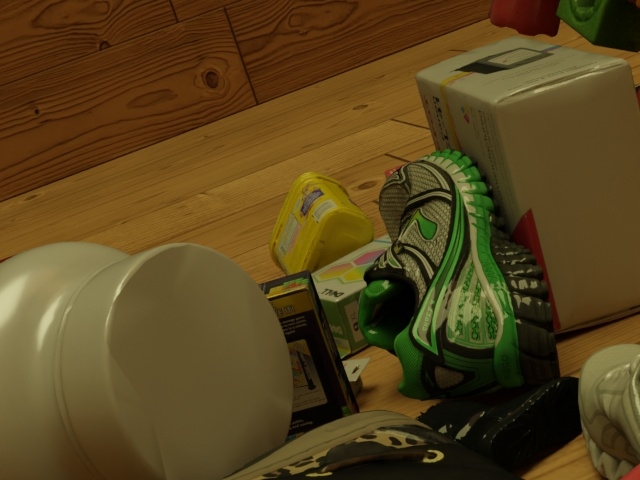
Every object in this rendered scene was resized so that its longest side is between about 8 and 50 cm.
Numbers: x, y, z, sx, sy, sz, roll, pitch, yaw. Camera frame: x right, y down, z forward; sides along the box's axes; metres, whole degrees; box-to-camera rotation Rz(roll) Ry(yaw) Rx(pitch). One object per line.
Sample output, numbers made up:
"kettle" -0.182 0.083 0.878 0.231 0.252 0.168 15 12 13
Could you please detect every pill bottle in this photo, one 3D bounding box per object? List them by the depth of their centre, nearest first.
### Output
"pill bottle" -0.228 0.131 0.898 0.408 0.229 0.229 -17 14 37

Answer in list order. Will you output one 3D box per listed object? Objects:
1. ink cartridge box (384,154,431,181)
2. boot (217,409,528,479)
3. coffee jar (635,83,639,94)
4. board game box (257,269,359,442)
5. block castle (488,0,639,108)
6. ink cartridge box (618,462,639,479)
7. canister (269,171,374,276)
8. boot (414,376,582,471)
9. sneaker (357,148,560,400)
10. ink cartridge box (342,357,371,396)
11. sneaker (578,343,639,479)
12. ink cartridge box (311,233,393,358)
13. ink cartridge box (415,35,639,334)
"ink cartridge box" 0.201 -0.064 1.411 0.218 0.092 0.158 -18 16 -3
"boot" 0.002 0.211 0.622 0.377 0.138 0.284 -21 12 -33
"coffee jar" 0.370 -0.157 1.548 0.096 0.079 0.184 -27 16 -36
"board game box" -0.068 0.116 1.014 0.170 0.141 0.048 -16 16 8
"block castle" 0.391 -0.206 1.260 0.303 0.213 0.453 4 26 -16
"ink cartridge box" 0.107 0.240 0.345 0.385 0.160 0.279 -28 17 -29
"canister" 0.000 0.000 1.374 0.073 0.126 0.170 19 11 -16
"boot" 0.135 0.136 0.899 0.121 0.045 0.099 -26 11 -30
"sneaker" 0.095 0.019 1.061 0.146 0.134 0.343 -11 25 -3
"ink cartridge box" 0.006 0.133 1.078 0.083 0.028 0.048 -12 17 26
"sneaker" 0.224 0.110 0.742 0.110 0.118 0.292 -20 14 2
"ink cartridge box" 0.035 0.061 1.226 0.209 0.062 0.109 -27 18 -25
"ink cartridge box" 0.209 -0.067 1.158 0.131 0.226 0.306 -19 14 -5
